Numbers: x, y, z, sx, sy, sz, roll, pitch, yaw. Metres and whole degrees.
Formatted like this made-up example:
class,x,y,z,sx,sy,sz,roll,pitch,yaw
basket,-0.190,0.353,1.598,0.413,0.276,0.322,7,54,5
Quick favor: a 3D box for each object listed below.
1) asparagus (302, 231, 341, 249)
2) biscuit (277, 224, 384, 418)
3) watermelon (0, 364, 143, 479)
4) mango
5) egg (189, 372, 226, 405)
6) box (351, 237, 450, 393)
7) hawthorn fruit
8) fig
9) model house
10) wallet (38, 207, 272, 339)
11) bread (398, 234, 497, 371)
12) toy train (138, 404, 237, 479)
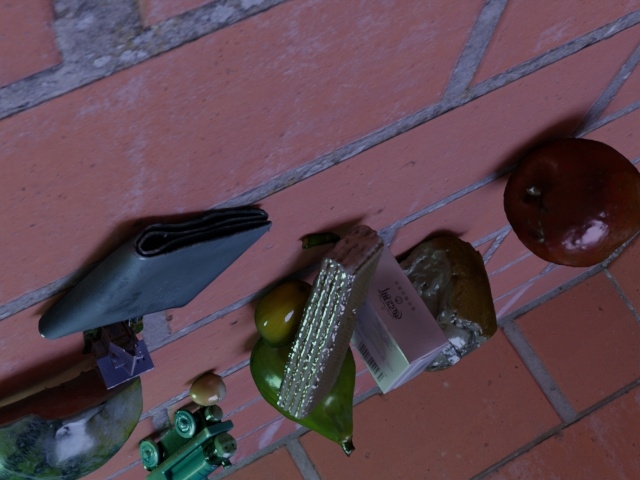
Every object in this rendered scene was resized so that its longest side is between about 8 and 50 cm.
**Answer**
class,x,y,z,sx,sy,sz,roll,pitch,yaw
asparagus,0.001,0.000,1.798,0.025,0.021,0.108,-36,164,34
biscuit,0.017,0.159,1.930,0.144,0.078,0.426,-43,158,-45
watermelon,-0.446,0.313,1.679,0.305,0.180,0.224,-18,144,-29
mango,-0.064,0.145,2.002,0.137,0.091,0.237,-32,167,-7
egg,-0.253,0.336,2.271,0.083,0.071,0.071,-21,162,-23
box,0.126,0.156,2.066,0.111,0.260,0.194,-23,163,-23
hawthorn fruit,0.500,-0.082,2.045,0.300,0.275,0.275,11,138,-47
fig,-0.003,0.297,2.223,0.233,0.314,0.233,-50,159,-27
model house,-0.312,0.172,1.629,0.117,0.088,0.167,-22,162,-26
wallet,-0.234,0.048,1.464,0.251,0.054,0.290,-38,166,33
bread,0.270,0.150,2.320,0.225,0.279,0.250,-23,168,24
toy train,-0.323,0.530,2.512,0.298,0.194,0.120,-42,160,32
